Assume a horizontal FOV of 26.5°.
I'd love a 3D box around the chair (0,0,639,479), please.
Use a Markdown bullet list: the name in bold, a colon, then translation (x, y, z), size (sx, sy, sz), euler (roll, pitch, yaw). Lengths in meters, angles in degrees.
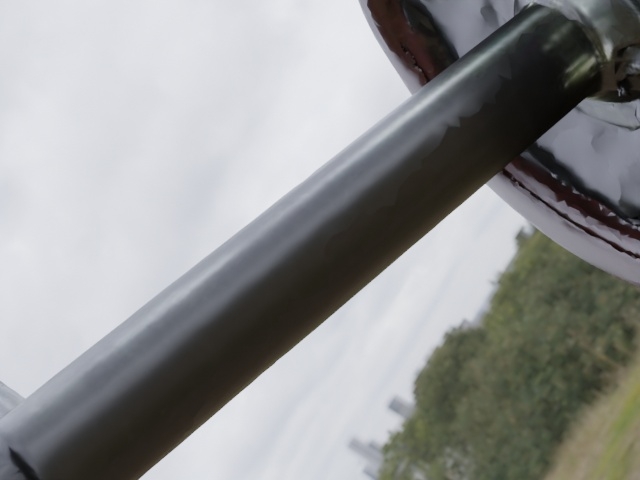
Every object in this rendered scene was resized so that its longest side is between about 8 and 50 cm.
- **chair**: translation (0.000, 0.000, 0.374), size (0.401, 0.226, 0.226), euler (-40, -14, -20)
